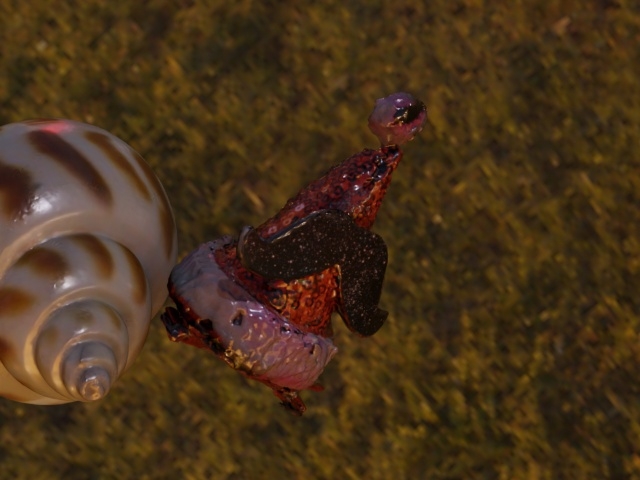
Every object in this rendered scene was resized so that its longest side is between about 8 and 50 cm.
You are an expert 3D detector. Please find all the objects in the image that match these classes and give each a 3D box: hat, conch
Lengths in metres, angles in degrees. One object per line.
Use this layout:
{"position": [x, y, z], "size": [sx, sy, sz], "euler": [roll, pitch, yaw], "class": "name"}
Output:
{"position": [0.003, 0.003, 1.120], "size": [0.227, 0.140, 0.129], "euler": [-51, 18, 11], "class": "hat"}
{"position": [-0.185, 0.017, 1.151], "size": [0.182, 0.149, 0.275], "euler": [-33, 60, 1], "class": "conch"}
